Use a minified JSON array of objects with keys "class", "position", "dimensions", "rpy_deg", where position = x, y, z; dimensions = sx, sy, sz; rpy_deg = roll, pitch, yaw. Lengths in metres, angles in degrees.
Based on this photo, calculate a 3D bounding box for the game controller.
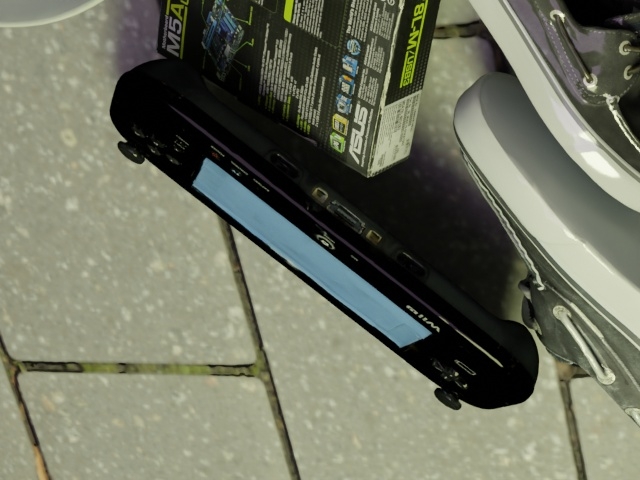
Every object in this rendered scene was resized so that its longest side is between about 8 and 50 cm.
[{"class":"game controller","position":[0.000,0.000,1.195],"dimensions":[0.319,0.166,0.067],"rpy_deg":[37,86,-2]}]

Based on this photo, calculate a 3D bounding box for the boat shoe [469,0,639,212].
[{"class":"boat shoe","position":[0.156,-0.120,1.090],"dimensions":[0.076,0.080,0.228],"rpy_deg":[-30,96,37]}]

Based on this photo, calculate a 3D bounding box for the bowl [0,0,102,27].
[{"class":"bowl","position":[-0.184,-0.284,1.100],"dimensions":[0.298,0.134,0.297],"rpy_deg":[13,125,20]}]

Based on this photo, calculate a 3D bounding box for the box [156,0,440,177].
[{"class":"box","position":[-0.013,-0.159,1.126],"dimensions":[0.184,0.045,0.190],"rpy_deg":[33,131,31]}]

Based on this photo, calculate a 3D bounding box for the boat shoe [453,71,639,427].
[{"class":"boat shoe","position":[0.169,0.031,1.161],"dimensions":[0.301,0.108,0.102],"rpy_deg":[45,126,-15]}]
